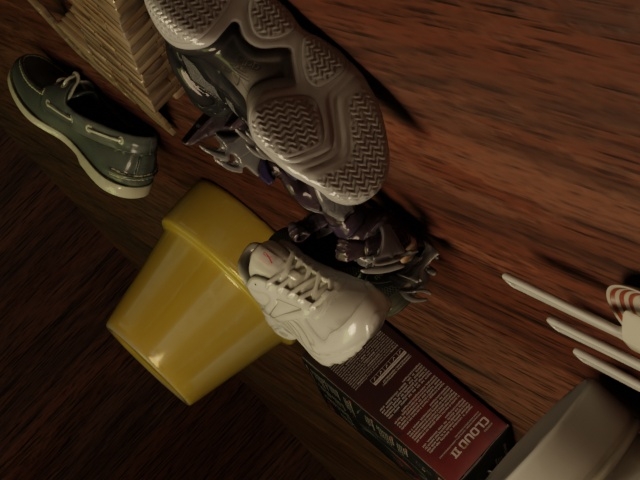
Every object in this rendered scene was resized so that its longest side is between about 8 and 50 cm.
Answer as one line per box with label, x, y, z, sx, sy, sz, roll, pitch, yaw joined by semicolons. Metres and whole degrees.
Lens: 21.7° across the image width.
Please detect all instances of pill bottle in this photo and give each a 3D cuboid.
pill bottle;0.316;0.304;1.476;0.361;0.204;0.204;43;170;5

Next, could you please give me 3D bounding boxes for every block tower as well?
block tower;-0.172;-0.225;1.528;0.097;0.091;0.335;40;170;14

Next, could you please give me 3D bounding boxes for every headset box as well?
headset box;0.131;0.235;2.151;0.293;0.110;0.218;39;169;23

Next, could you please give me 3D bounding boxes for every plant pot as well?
plant pot;-0.156;0.087;2.292;0.254;0.239;0.254;42;170;9

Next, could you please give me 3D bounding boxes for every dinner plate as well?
dinner plate;0.274;0.077;1.251;0.141;0.017;0.141;43;170;9

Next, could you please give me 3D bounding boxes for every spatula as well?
spatula;0.250;0.093;1.326;0.168;0.019;0.242;43;173;-35

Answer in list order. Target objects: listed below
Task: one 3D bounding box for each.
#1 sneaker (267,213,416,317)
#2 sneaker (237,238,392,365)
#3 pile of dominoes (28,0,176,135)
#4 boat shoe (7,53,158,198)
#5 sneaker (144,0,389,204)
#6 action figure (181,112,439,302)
sneaker;0.000;0.000;1.794;0.227;0.087;0.130;23;156;54
sneaker;-0.020;0.052;1.655;0.115;0.090;0.232;46;163;-25
pile of dominoes;-0.255;-0.223;2.063;0.196;0.040;0.251;41;178;11
boat shoe;-0.329;-0.186;2.348;0.319;0.116;0.099;45;129;33
sneaker;-0.041;-0.128;1.412;0.268;0.101;0.153;48;171;10
action figure;0.009;-0.034;1.595;0.285;0.099;0.185;44;165;-21
